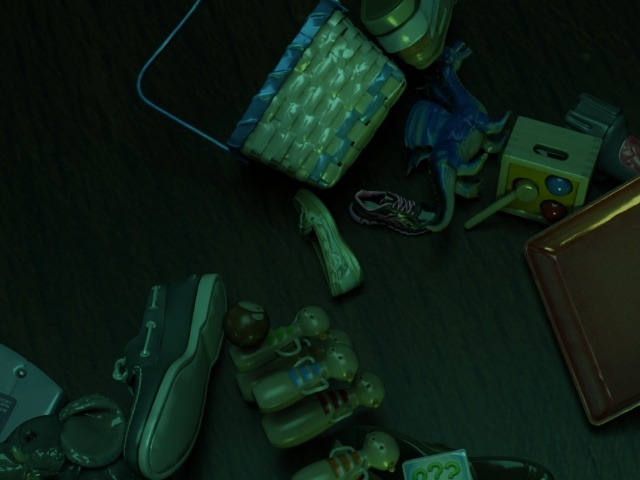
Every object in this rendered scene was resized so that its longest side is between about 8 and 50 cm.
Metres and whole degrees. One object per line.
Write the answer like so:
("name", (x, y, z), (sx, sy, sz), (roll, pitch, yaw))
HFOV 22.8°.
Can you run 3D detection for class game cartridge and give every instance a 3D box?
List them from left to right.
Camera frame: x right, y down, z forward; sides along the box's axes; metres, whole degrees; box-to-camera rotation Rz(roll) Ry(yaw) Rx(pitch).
("game cartridge", (-0.470, 0.201, 1.955), (0.294, 0.060, 0.196), (20, 71, 13))

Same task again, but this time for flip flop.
("flip flop", (0.142, 0.280, 1.851), (0.277, 0.080, 0.112), (5, 91, 14))

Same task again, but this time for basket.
("basket", (-0.057, -0.208, 2.016), (0.289, 0.201, 0.255), (37, 93, -4))

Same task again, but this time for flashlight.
("flashlight", (0.448, -0.090, 1.996), (0.304, 0.103, 0.103), (30, 71, 16))

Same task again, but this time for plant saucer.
("plant saucer", (0.397, 0.057, 1.902), (0.259, 0.047, 0.258), (-33, 61, 28))

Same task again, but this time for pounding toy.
("pounding toy", (0.266, -0.070, 1.996), (0.141, 0.130, 0.100), (17, 55, 12))

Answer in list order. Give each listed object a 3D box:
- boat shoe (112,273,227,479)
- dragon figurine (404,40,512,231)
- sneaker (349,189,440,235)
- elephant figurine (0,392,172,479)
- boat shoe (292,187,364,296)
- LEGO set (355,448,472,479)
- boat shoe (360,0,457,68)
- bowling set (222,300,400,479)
("boat shoe", (-0.191, 0.160, 1.884), (0.099, 0.116, 0.319), (0, 40, 14))
("dragon figurine", (0.153, -0.126, 2.043), (0.144, 0.085, 0.289), (22, 63, 16))
("sneaker", (0.095, -0.041, 2.025), (0.119, 0.057, 0.047), (7, 63, 6))
("elephant figurine", (-0.286, 0.261, 1.845), (0.169, 0.186, 0.239), (-42, 76, 9))
("boat shoe", (0.000, 0.001, 2.014), (0.048, 0.056, 0.153), (-27, 73, -13))
("LEGO set", (0.062, 0.348, 1.801), (0.244, 0.060, 0.183), (-12, 83, 14))
("boat shoe", (0.122, -0.336, 2.124), (0.113, 0.103, 0.302), (-23, 31, 30))
("bowling set", (-0.012, 0.143, 1.817), (0.154, 0.200, 0.287), (-24, 36, -9))
